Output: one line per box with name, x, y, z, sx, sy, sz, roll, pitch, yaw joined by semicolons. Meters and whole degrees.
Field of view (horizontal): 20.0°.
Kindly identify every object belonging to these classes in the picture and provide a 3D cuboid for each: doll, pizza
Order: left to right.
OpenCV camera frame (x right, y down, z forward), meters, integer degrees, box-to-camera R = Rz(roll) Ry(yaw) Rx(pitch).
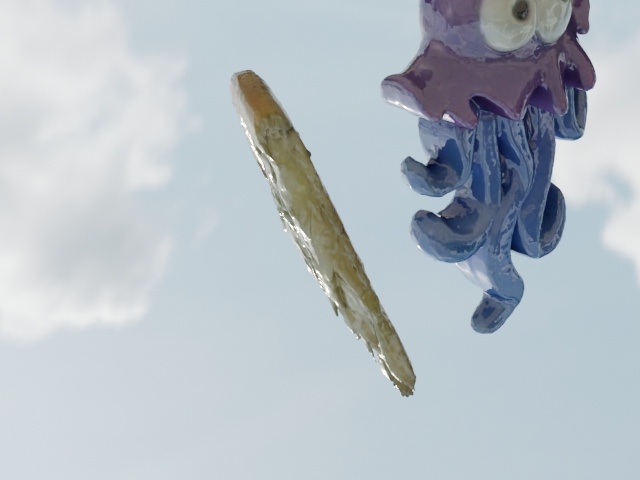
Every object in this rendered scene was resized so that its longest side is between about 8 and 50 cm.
pizza;0.000;0.000;1.256;0.034;0.262;0.181;-28;-171;-3
doll;0.075;-0.051;0.775;0.110;0.206;0.067;-28;-143;-34
